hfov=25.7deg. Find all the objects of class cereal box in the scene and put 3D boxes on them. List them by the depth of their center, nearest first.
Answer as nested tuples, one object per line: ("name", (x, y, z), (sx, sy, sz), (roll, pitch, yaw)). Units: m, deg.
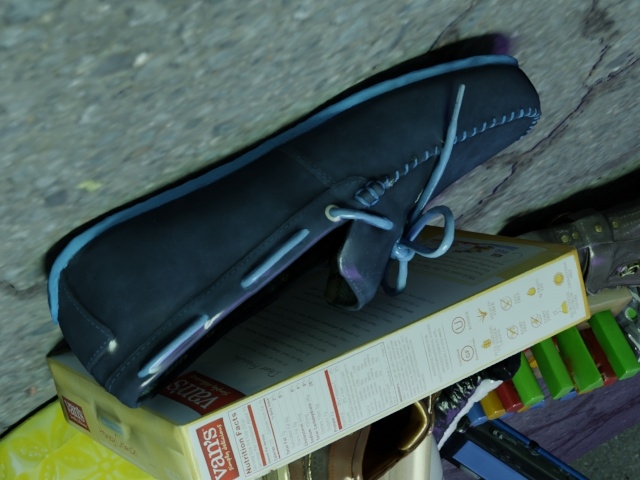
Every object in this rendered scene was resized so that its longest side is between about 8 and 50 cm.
("cereal box", (-0.004, 0.053, 0.743), (0.240, 0.047, 0.173), (-22, -163, -27))

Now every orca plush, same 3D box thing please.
("orca plush", (0.049, 0.175, 1.214), (0.102, 0.151, 0.287), (29, 128, -33))

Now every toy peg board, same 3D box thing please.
("toy peg board", (0.208, 0.128, 1.320), (0.161, 0.079, 0.160), (-11, 153, -24))

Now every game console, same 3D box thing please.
("game console", (0.134, 0.281, 1.497), (0.173, 0.250, 0.293), (-55, 172, -12))

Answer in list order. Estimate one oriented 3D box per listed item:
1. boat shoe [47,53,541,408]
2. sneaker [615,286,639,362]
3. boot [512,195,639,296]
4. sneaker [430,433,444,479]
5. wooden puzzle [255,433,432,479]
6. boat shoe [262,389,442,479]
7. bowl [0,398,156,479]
("boat shoe", (0.000, 0.000, 0.677), (0.258, 0.089, 0.109), (-29, 162, -7))
("sneaker", (0.343, 0.028, 1.347), (0.132, 0.086, 0.228), (-36, 167, -30))
("boot", (0.217, 0.019, 1.115), (0.229, 0.091, 0.263), (-22, 157, -10))
("sneaker", (0.015, 0.247, 1.068), (0.111, 0.129, 0.297), (2, -140, 46))
("wooden puzzle", (-0.005, 0.179, 0.836), (0.044, 0.221, 0.239), (10, -163, 29))
("boat shoe", (0.036, 0.096, 0.771), (0.060, 0.064, 0.178), (-1, -163, 30))
("bowl", (-0.086, 0.185, 0.930), (0.289, 0.156, 0.289), (-27, 162, -10))
